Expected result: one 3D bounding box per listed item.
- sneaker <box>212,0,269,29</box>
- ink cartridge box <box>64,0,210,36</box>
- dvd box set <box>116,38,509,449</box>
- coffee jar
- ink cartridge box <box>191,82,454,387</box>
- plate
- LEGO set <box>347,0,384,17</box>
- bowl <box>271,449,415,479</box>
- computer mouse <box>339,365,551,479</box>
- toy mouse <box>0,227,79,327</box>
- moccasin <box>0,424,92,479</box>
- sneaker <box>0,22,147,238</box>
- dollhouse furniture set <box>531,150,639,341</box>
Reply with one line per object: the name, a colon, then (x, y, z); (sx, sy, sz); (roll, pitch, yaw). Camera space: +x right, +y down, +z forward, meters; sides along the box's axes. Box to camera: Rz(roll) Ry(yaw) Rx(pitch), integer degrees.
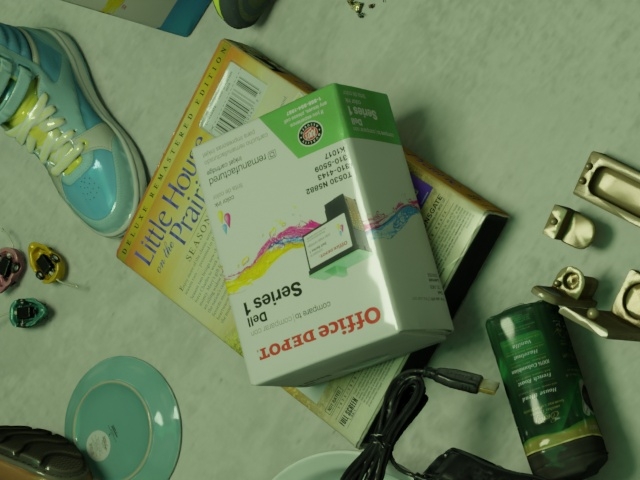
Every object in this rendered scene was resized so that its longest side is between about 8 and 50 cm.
sneaker: (-0.017, -0.361, 1.905); (0.121, 0.111, 0.300); (45, 112, 23)
ink cartridge box: (-0.248, -0.393, 1.959); (0.198, 0.270, 0.197); (43, 109, 28)
dvd box set: (-0.023, -0.003, 1.903); (0.420, 0.062, 0.307); (35, 105, 30)
coffee jar: (0.233, 0.158, 1.698); (0.079, 0.096, 0.184); (-20, 74, 14)
ink cartridge box: (0.000, 0.000, 1.780); (0.201, 0.117, 0.278); (-22, 75, 30)
plate: (-0.252, 0.237, 2.056); (0.188, 0.024, 0.188); (-3, 85, 32)
LEGO set: (0.061, -0.292, 1.894); (0.054, 0.023, 0.083); (37, 106, 30)
bowl: (0.062, 0.370, 1.772); (0.298, 0.134, 0.297); (-4, 83, 33)
computer mouse: (0.162, 0.229, 1.650); (0.262, 0.060, 0.184); (14, 67, 25)
toy mouse: (-0.385, 0.062, 2.153); (0.161, 0.031, 0.143); (47, 110, 27)
moccasin: (-0.433, 0.309, 2.099); (0.380, 0.139, 0.147); (-2, 89, 35)
sneaker: (-0.353, -0.140, 2.044); (0.127, 0.208, 0.319); (-42, 66, 22)
dollhouse furniture set: (0.283, 0.002, 1.663); (0.144, 0.123, 0.151); (30, 102, 31)
